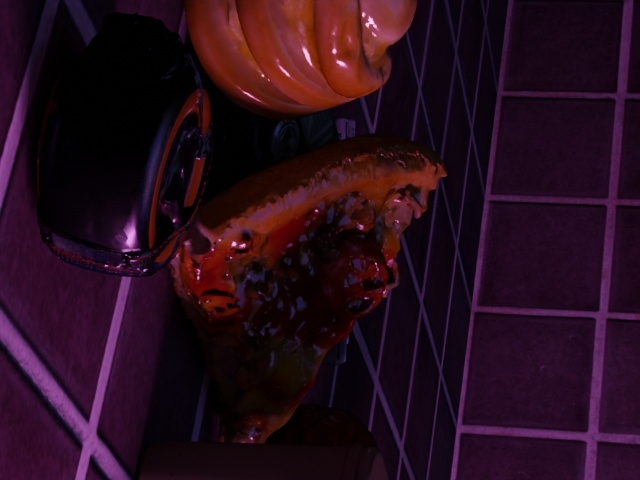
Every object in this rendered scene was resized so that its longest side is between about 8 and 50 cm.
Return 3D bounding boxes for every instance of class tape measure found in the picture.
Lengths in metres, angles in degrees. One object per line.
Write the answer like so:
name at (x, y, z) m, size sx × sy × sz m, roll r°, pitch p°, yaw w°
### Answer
tape measure at (-0.166, -0.075, 1.485) m, size 0.202 × 0.135 × 0.222 m, roll 83°, pitch 19°, yaw -67°

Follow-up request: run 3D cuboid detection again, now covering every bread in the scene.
bread at (-0.024, -0.294, 1.796) m, size 0.270 × 0.211 × 0.315 m, roll -14°, pitch -106°, yaw 60°

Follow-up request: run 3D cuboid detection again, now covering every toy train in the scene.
toy train at (-0.043, -0.091, 2.007) m, size 0.154 × 0.115 × 0.269 m, roll -44°, pitch 131°, yaw -41°

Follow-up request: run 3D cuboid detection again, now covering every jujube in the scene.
jujube at (-0.018, 0.311, 2.109) m, size 0.250 × 0.174 × 0.174 m, roll -70°, pitch 158°, yaw -49°

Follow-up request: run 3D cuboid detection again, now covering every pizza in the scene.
pizza at (-0.017, 0.077, 1.940) m, size 0.440 × 0.130 × 0.406 m, roll -20°, pitch 132°, yaw -47°

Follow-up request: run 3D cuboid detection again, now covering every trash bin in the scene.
trash bin at (-0.050, 0.299, 1.798) m, size 0.243 × 0.247 × 0.121 m, roll 72°, pitch 24°, yaw -53°

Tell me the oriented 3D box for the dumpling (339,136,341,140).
dumpling at (-0.010, -0.086, 2.184) m, size 0.188 × 0.108 × 0.127 m, roll 60°, pitch 38°, yaw -30°

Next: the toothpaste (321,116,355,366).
toothpaste at (0.000, 0.000, 2.305) m, size 0.067 × 0.081 × 0.336 m, roll -2°, pitch 95°, yaw -77°
